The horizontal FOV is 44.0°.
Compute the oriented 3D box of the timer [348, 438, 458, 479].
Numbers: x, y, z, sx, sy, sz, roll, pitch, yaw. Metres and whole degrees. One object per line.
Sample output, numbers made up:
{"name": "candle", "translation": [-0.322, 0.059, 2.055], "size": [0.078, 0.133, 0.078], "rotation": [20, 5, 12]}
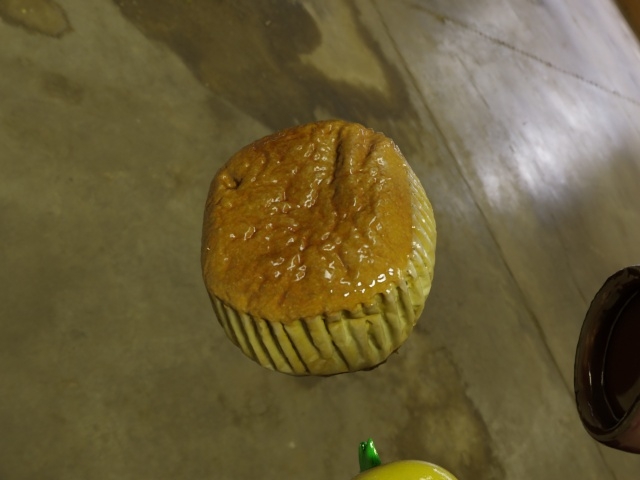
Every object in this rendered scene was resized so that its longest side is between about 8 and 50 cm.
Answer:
{"name": "timer", "translation": [0.112, 0.436, 1.243], "size": [0.285, 0.285, 0.285], "rotation": [35, 37, -33]}

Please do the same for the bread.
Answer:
{"name": "bread", "translation": [0.000, 0.000, 0.792], "size": [0.142, 0.228, 0.253], "rotation": [68, 23, -51]}

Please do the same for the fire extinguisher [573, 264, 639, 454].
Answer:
{"name": "fire extinguisher", "translation": [0.326, 0.086, 0.425], "size": [0.344, 0.138, 0.102], "rotation": [13, 31, -3]}
